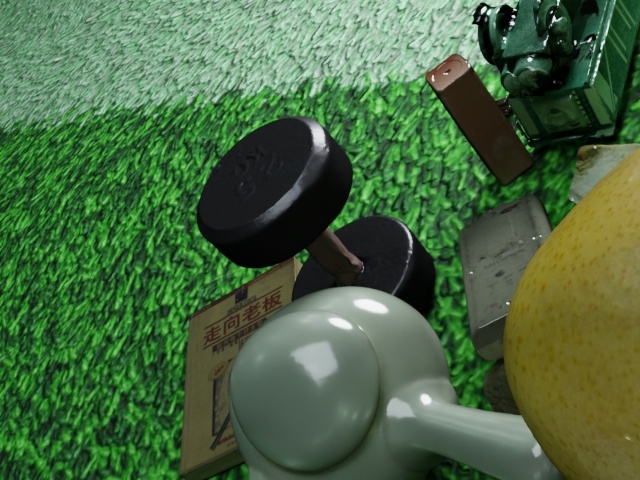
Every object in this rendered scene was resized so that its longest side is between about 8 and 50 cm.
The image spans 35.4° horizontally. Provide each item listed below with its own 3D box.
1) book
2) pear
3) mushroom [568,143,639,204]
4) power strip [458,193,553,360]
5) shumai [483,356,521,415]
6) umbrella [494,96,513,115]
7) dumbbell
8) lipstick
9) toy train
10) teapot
[{"bbox_3d":[-0.080,0.134,1.082,0.161,0.026,0.230,-29,37,20],"label":"book"},{"bbox_3d":[0.280,0.062,0.611,0.314,0.314,0.314,-25,39,22],"label":"pear"},{"bbox_3d":[0.334,-0.036,0.823,0.333,0.107,0.087,15,97,48],"label":"mushroom"},{"bbox_3d":[0.171,0.033,0.886,0.092,0.034,0.268,-29,18,15],"label":"power strip"},{"bbox_3d":[0.189,0.120,0.837,0.081,0.082,0.083,-14,5,-28],"label":"shumai"},{"bbox_3d":[0.192,-0.149,1.139,0.083,0.020,0.031,-12,44,42],"label":"umbrella"},{"bbox_3d":[0.000,0.000,0.989,0.153,0.218,0.152,-25,40,23],"label":"dumbbell"},{"bbox_3d":[0.164,-0.123,1.026,0.045,0.145,0.045,-39,36,5],"label":"lipstick"},{"bbox_3d":[0.252,-0.233,1.054,0.115,0.154,0.269,-6,49,37],"label":"toy train"},{"bbox_3d":[0.055,0.129,0.840,0.318,0.149,0.219,-19,68,26],"label":"teapot"}]
